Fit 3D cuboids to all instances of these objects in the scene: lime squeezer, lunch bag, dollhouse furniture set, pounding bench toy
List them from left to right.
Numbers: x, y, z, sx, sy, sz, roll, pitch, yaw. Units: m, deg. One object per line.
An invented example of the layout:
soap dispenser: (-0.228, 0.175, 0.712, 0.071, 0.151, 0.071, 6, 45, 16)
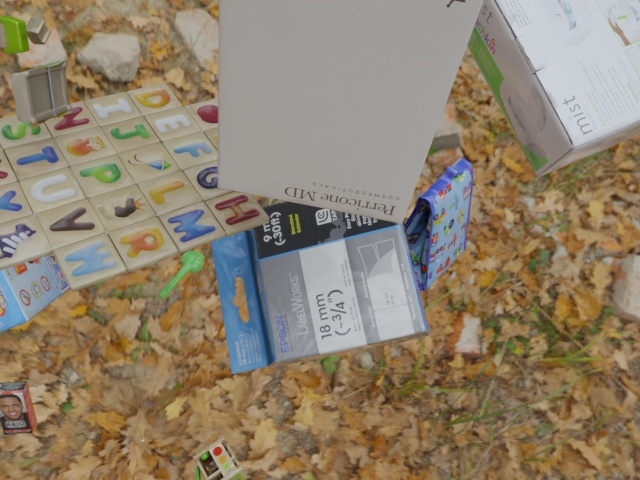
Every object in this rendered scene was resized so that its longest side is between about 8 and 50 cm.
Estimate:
dollhouse furniture set: (-0.318, -0.202, 0.629, 0.059, 0.151, 0.076, 9, 27, 9)
lime squeezer: (-0.325, 0.072, 1.454, 0.059, 0.310, 0.110, 27, 92, -9)
pounding bench toy: (-0.160, 0.337, 0.864, 0.083, 0.052, 0.065, -32, 58, -17)
lunch bag: (0.298, -0.057, 1.495, 0.138, 0.293, 0.221, 32, 47, 23)

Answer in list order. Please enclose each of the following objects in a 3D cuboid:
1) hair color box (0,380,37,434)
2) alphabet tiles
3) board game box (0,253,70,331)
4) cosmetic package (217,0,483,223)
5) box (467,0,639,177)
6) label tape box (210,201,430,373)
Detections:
hair color box: (-0.754, 0.415, 1.463, 0.072, 0.141, 0.043, -1, 31, -8)
alphabet tiles: (-0.230, -0.084, 0.705, 0.343, 0.011, 0.285, -22, 57, -28)
board game box: (-0.786, 0.038, 1.502, 0.086, 0.302, 0.308, -20, 102, 0)
cosmetic package: (0.024, -0.202, 0.488, 0.197, 0.365, 0.155, 10, 47, 0)
box: (0.346, -0.254, 0.781, 0.231, 0.127, 0.262, -24, 80, -5)
label tape box: (-0.022, 0.063, 0.920, 0.334, 0.106, 0.240, -14, 77, 11)
